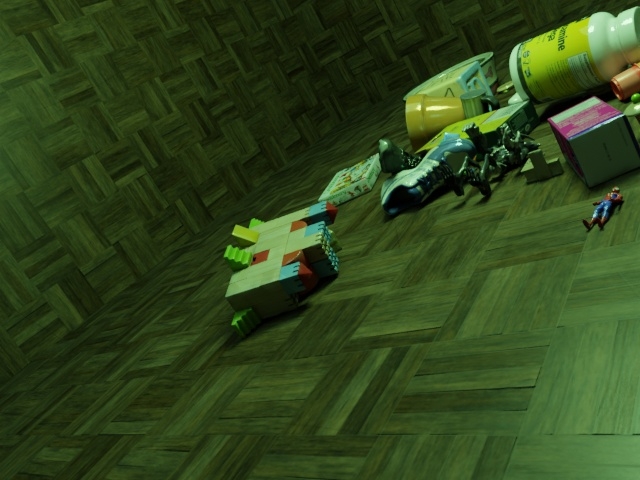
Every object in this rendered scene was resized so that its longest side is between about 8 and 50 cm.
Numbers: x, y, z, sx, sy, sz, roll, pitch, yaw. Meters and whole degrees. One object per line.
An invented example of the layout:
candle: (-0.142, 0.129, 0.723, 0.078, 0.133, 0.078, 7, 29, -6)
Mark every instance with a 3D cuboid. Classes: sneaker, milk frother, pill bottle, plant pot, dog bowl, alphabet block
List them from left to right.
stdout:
sneaker: (0.241, -0.229, 1.719, 0.106, 0.101, 0.267, -6, -16, 23)
sneaker: (0.290, -0.159, 1.598, 0.297, 0.112, 0.131, -34, 20, 31)
plant pot: (0.409, -0.409, 2.027, 0.188, 0.205, 0.205, -6, 24, 22)
dog bowl: (0.559, -0.623, 2.484, 0.408, 0.150, 0.408, -27, 16, 8)
alphabet block: (0.493, -0.507, 2.159, 0.197, 0.192, 0.193, -14, 20, 42)
milk frother: (0.533, -0.423, 1.907, 0.129, 0.134, 0.143, 0, 32, 35)
sneaker: (0.715, -0.523, 1.995, 0.237, 0.086, 0.085, -36, 18, -16)
pill bottle: (0.711, -0.505, 1.626, 0.334, 0.187, 0.188, -11, 24, 47)

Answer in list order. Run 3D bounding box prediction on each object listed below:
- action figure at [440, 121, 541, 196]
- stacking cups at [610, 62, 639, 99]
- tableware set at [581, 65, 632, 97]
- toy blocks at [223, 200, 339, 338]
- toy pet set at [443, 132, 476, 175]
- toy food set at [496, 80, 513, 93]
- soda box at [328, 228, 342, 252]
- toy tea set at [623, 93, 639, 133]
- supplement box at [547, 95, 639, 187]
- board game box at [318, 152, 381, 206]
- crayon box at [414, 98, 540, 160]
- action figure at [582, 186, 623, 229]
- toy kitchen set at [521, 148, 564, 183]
action figure: (0.426, -0.223, 1.459, 0.276, 0.140, 0.164, -40, 30, -30)
stacking cups: (0.881, -0.445, 1.449, 0.316, 0.096, 0.096, -30, 15, 15)
tableware set: (0.837, -0.467, 1.682, 0.194, 0.039, 0.128, -37, 27, -4)
toy blocks: (-0.074, 0.046, 1.482, 0.261, 0.190, 0.381, -18, 31, 19)
toy pet set: (0.368, -0.239, 1.656, 0.122, 0.065, 0.114, -10, 63, 53)
toy food set: (0.736, -0.607, 2.348, 0.083, 0.020, 0.083, -32, 16, -5)
soda box: (0.000, 0.000, 1.691, 0.061, 0.058, 0.181, -32, 16, -8)
toy tea set: (0.705, -0.260, 1.087, 0.200, 0.124, 0.336, -38, 17, -27)
supplement box: (0.559, -0.208, 1.219, 0.114, 0.111, 0.220, -25, 15, 20)
board game box: (0.119, -0.219, 2.181, 0.193, 0.053, 0.305, -24, 16, 24)
crayon box: (0.462, -0.308, 1.777, 0.202, 0.081, 0.319, -39, 18, -31)
action figure: (0.494, -0.061, 1.029, 0.115, 0.030, 0.038, -38, 12, -34)
toy kitchen set: (0.497, -0.182, 1.332, 0.083, 0.068, 0.075, -16, 21, 41)
